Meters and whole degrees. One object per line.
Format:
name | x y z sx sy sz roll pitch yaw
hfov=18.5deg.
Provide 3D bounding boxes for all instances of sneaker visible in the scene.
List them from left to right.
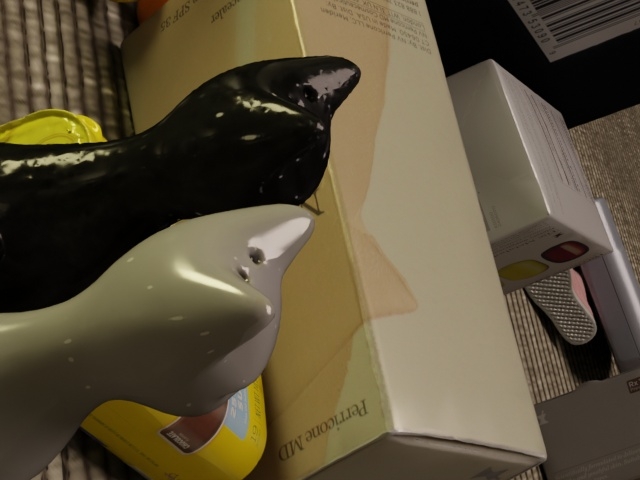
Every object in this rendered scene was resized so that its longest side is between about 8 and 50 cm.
sneaker | 0.233 0.038 1.979 0.134 0.051 0.070 57 13 -30

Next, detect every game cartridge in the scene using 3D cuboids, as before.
game cartridge | 0.317 0.055 2.135 0.297 0.062 0.198 6 59 -83

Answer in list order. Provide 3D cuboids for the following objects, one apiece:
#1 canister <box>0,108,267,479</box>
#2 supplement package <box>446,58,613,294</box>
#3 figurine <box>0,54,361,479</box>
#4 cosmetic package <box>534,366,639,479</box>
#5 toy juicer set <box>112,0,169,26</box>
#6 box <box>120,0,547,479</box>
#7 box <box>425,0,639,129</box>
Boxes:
canister | -0.092 0.035 0.905 0.170 0.073 0.126 49 26 -53
supplement package | 0.132 -0.039 1.588 0.244 0.139 0.134 17 52 -69
figurine | -0.089 0.014 0.697 0.092 0.209 0.215 62 18 -22
cosmetic package | 0.290 0.201 1.819 0.238 0.127 0.107 30 41 -62
toy juicer set | -0.078 -0.241 1.115 0.089 0.209 0.329 38 -22 35
box | 0.000 0.000 1.066 0.121 0.148 0.311 16 50 -42
box | 0.157 -0.401 1.616 0.480 0.297 0.472 40 33 -61
